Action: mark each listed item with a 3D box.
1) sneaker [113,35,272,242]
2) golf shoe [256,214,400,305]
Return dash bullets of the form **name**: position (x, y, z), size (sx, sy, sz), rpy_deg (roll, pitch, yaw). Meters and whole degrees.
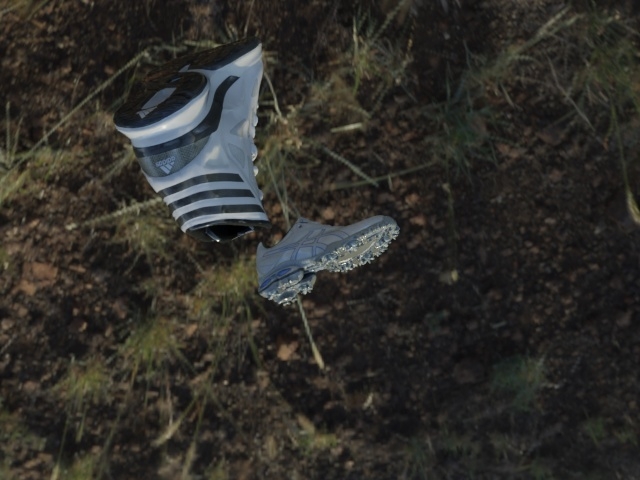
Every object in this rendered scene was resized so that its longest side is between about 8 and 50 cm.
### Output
- **sneaker**: position (-0.162, -0.144, 1.406), size (0.169, 0.447, 0.258), rpy_deg (-12, 113, 17)
- **golf shoe**: position (0.000, 0.000, 1.038), size (0.176, 0.086, 0.069), rpy_deg (-26, 152, 13)
